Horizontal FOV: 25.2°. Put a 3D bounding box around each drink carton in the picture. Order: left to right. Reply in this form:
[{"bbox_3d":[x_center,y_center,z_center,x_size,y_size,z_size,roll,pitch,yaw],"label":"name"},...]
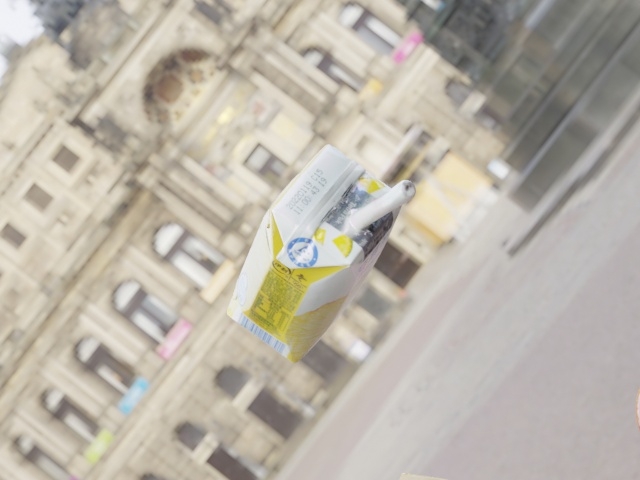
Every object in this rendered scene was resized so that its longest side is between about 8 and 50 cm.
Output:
[{"bbox_3d":[0.000,0.000,0.891,0.084,0.074,0.200,-48,-8,-32],"label":"drink carton"}]

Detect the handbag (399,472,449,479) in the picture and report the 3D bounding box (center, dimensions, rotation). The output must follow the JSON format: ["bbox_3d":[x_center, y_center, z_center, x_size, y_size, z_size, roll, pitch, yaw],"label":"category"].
[{"bbox_3d":[0.103,0.281,1.500,0.083,0.061,0.027,-63,-23,-56],"label":"handbag"}]

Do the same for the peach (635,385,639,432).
[{"bbox_3d":[0.504,0.208,1.785,0.243,0.199,0.243,-42,-29,-30],"label":"peach"}]
